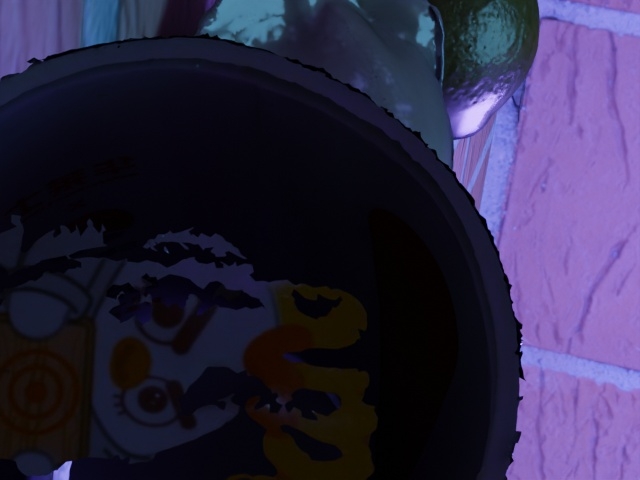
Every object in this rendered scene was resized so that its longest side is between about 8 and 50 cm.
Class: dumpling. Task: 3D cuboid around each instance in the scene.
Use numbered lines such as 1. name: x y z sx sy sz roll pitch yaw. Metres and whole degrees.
1. dumpling: -0.024 -0.024 0.879 0.172 0.142 0.247 0 113 -45

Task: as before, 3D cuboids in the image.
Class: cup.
1. cup: -0.043 0.071 0.658 0.288 0.203 0.203 97 7 -76

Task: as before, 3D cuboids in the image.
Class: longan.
1. longan: 0.054 -0.142 1.144 0.145 0.176 0.155 -34 -176 -13
